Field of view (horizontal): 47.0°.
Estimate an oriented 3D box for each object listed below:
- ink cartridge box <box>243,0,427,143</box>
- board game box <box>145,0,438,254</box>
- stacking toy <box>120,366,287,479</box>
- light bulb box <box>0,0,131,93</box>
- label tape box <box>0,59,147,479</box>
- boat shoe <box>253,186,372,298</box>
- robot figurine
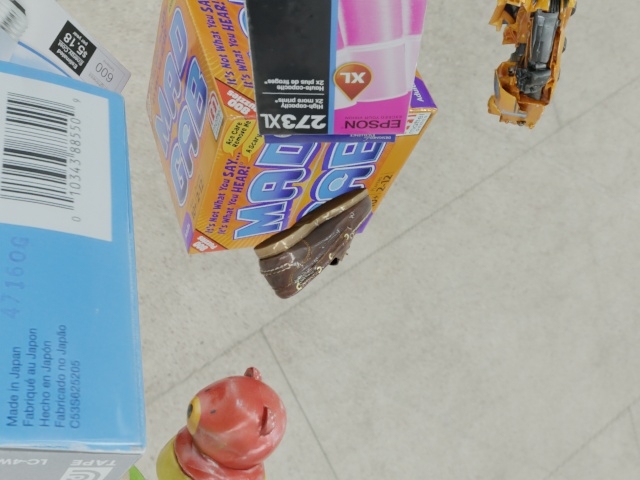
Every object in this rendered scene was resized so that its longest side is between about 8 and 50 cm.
[{"bbox_3d":[0.013,-0.199,0.790,0.175,0.371,0.069,-1,62,-1],"label":"ink cartridge box"},{"bbox_3d":[-0.079,-0.235,1.302,0.356,0.357,0.356,-8,149,-25],"label":"board game box"},{"bbox_3d":[-0.107,0.237,0.643,0.279,0.309,0.130,15,113,-38],"label":"stacking toy"},{"bbox_3d":[-0.578,-0.244,1.215,0.358,0.225,0.361,43,62,-44],"label":"light bulb box"},{"bbox_3d":[-0.236,0.088,0.508,0.115,0.249,0.348,11,140,-33],"label":"label tape box"},{"bbox_3d":[0.000,0.000,0.900,0.207,0.073,0.073,-35,104,-42],"label":"boat shoe"},{"bbox_3d":[0.240,-0.247,0.830,0.291,0.085,0.211,50,52,-72],"label":"robot figurine"}]
